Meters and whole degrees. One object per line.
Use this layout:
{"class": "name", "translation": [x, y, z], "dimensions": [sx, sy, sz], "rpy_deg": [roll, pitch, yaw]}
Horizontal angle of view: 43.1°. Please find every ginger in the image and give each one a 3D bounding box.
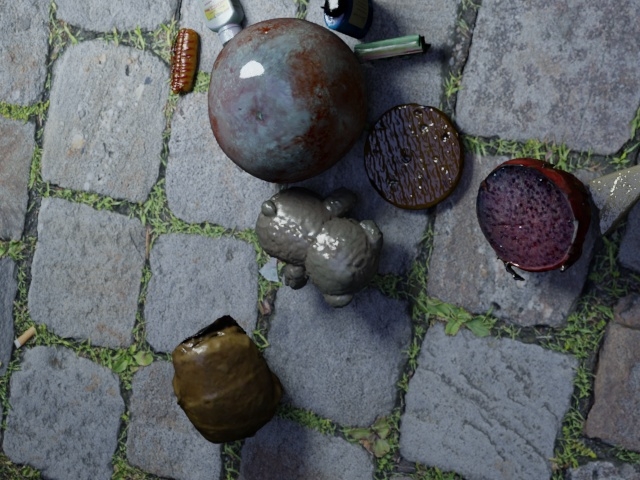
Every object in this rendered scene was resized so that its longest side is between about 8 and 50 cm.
{"class": "ginger", "translation": [-0.196, 0.305, 1.684], "dimensions": [0.200, 0.269, 0.223], "rpy_deg": [-33, 75, -8]}

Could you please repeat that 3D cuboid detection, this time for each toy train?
{"class": "toy train", "translation": [0.140, -0.371, 1.578], "dimensions": [0.147, 0.071, 0.038], "rpy_deg": [-4, 94, 21]}

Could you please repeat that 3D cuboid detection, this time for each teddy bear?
{"class": "teddy bear", "translation": [-0.001, -0.001, 1.632], "dimensions": [0.267, 0.151, 0.236], "rpy_deg": [29, 98, 13]}

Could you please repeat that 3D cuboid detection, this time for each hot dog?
{"class": "hot dog", "translation": [-0.300, -0.390, 1.764], "dimensions": [0.062, 0.038, 0.144], "rpy_deg": [14, 101, 19]}

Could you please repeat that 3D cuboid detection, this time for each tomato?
{"class": "tomato", "translation": [-0.065, -0.271, 1.566], "dimensions": [0.316, 0.282, 0.317], "rpy_deg": [5, 109, 16]}

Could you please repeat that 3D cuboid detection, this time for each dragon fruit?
{"class": "dragon fruit", "translation": [0.411, -0.062, 1.487], "dimensions": [0.218, 0.148, 0.224], "rpy_deg": [-21, 99, 52]}

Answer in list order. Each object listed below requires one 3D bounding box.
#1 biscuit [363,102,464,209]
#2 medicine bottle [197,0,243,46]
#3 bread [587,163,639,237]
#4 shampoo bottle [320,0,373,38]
{"class": "biscuit", "translation": [0.185, -0.165, 1.604], "dimensions": [0.212, 0.036, 0.212], "rpy_deg": [3, 99, 21]}
{"class": "medicine bottle", "translation": [-0.204, -0.473, 1.709], "dimensions": [0.074, 0.055, 0.118], "rpy_deg": [-22, 88, 20]}
{"class": "bread", "translation": [0.560, -0.078, 1.444], "dimensions": [0.152, 0.077, 0.105], "rpy_deg": [-19, 85, 25]}
{"class": "shampoo bottle", "translation": [0.050, -0.439, 1.545], "dimensions": [0.050, 0.183, 0.087], "rpy_deg": [17, 102, 20]}
